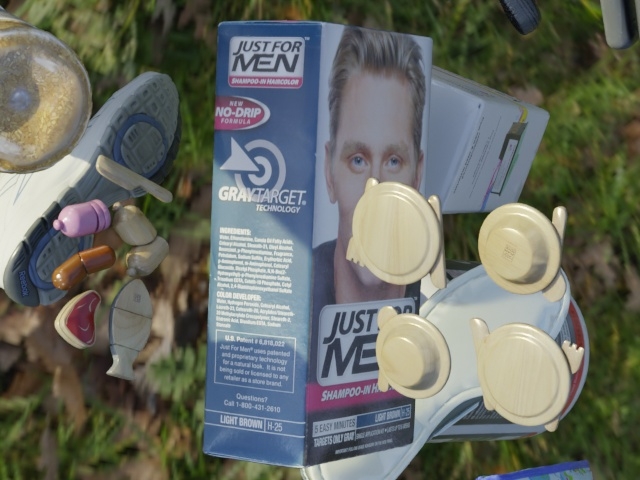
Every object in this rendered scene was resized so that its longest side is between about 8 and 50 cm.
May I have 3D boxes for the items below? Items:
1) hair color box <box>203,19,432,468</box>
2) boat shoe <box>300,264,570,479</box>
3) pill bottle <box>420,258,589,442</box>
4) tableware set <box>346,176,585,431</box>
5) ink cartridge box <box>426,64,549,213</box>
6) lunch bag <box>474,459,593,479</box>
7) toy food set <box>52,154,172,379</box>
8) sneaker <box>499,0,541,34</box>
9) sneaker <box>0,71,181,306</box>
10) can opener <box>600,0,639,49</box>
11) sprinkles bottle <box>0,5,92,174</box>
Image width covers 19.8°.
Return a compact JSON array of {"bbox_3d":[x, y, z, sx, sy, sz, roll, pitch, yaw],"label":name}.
[{"bbox_3d":[0.000,0.000,1.493,0.105,0.174,0.347,4,94,33],"label":"hair color box"},{"bbox_3d":[0.101,0.125,1.735,0.319,0.099,0.116,-42,96,-15],"label":"boat shoe"},{"bbox_3d":[0.125,0.123,2.062,0.363,0.210,0.210,6,115,-50],"label":"pill bottle"},{"bbox_3d":[0.086,0.037,1.110,0.168,0.020,0.141,9,107,34],"label":"tableware set"},{"bbox_3d":[0.086,-0.114,1.778,0.201,0.278,0.117,24,99,18],"label":"ink cartridge box"},{"bbox_3d":[0.156,0.234,1.359,0.096,0.151,0.129,-16,80,19],"label":"lunch bag"},{"bbox_3d":[-0.130,0.016,1.090,0.078,0.019,0.122,29,63,-32],"label":"toy food set"},{"bbox_3d":[0.160,-0.246,1.440,0.089,0.170,0.051,-27,149,5],"label":"sneaker"},{"bbox_3d":[-0.249,-0.068,1.805,0.129,0.297,0.111,16,141,35],"label":"sneaker"},{"bbox_3d":[0.288,-0.317,1.803,0.076,0.095,0.283,2,115,33],"label":"can opener"},{"bbox_3d":[-0.294,-0.147,1.602,0.121,0.355,0.121,-5,104,-19],"label":"sprinkles bottle"}]
